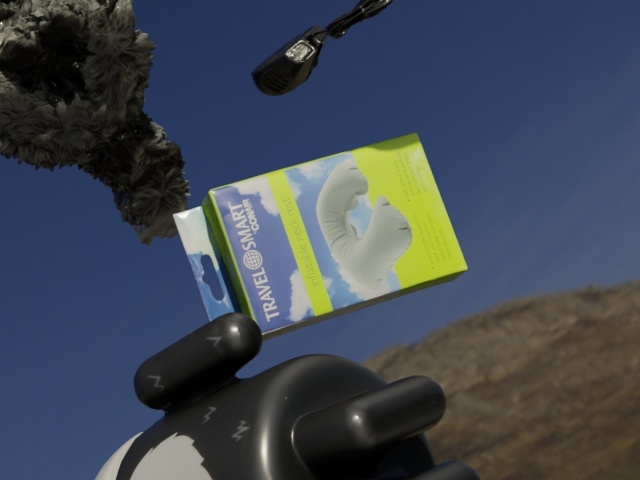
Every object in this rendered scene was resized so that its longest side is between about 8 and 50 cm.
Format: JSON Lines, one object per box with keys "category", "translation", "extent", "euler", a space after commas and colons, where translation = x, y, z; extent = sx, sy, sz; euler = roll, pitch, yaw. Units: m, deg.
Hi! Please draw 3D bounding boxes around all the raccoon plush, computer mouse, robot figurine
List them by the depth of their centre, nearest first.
{"category": "robot figurine", "translation": [-0.035, 0.176, 0.926], "extent": [0.173, 0.209, 0.278], "euler": [33, -44, -32]}
{"category": "computer mouse", "translation": [0.006, -0.193, 1.413], "extent": [0.071, 0.041, 0.242], "euler": [-44, 12, -31]}
{"category": "raccoon plush", "translation": [-0.339, -0.196, 1.651], "extent": [0.216, 0.299, 0.446], "euler": [-31, -40, -19]}

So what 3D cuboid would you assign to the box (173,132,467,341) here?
{"category": "box", "translation": [0.000, 0.000, 0.995], "extent": [0.178, 0.109, 0.042], "euler": [-17, -10, -16]}
